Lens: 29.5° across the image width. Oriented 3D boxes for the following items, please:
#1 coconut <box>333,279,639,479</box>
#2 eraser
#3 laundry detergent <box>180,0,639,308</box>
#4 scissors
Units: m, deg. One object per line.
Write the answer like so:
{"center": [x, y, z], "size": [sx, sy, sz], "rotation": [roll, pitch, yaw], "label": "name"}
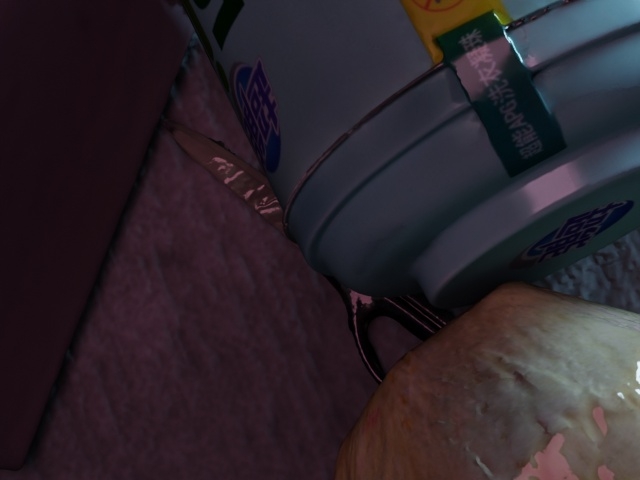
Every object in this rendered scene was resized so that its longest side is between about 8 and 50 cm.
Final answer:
{"center": [0.129, 0.160, 0.667], "size": [0.259, 0.259, 0.259], "rotation": [-3, 80, 14], "label": "coconut"}
{"center": [-0.239, -0.042, 0.775], "size": [0.122, 0.272, 0.359], "rotation": [21, 89, 23], "label": "eraser"}
{"center": [0.075, -0.135, 0.702], "size": [0.287, 0.287, 0.305], "rotation": [-28, 74, 8], "label": "laundry detergent"}
{"center": [0.000, 0.000, 0.838], "size": [0.300, 0.022, 0.109], "rotation": [36, 87, 19], "label": "scissors"}
